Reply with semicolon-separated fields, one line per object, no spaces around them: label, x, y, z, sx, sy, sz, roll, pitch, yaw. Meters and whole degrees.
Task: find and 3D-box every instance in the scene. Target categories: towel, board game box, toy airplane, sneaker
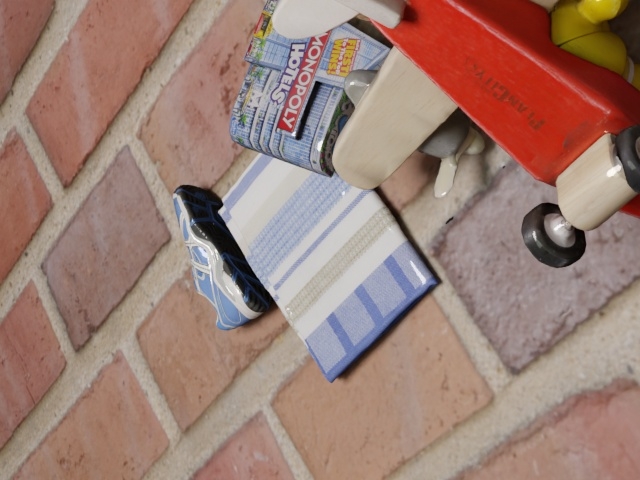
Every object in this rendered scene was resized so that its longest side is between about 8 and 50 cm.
towel;0.000;0.000;1.235;0.209;0.034;0.285;-48;63;31
board game box;-0.002;-0.180;1.181;0.194;0.060;0.194;21;90;37
toy airplane;0.158;-0.194;0.916;0.386;0.272;0.384;6;129;30
sneaker;-0.143;0.020;1.337;0.081;0.080;0.211;-44;63;32

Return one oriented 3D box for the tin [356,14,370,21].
tin;0.068;-0.335;1.151;0.106;0.040;0.190;2;94;39
